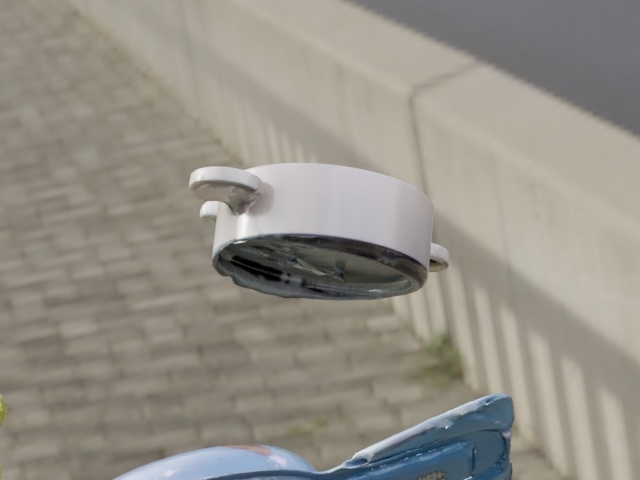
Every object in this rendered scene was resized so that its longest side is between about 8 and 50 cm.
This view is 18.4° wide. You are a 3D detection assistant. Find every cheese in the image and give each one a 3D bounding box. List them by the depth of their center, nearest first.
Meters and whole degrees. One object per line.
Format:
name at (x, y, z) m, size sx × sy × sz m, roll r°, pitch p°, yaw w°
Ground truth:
cheese at (-0.027, 0.128, 0.904) m, size 0.244 × 0.052 × 0.135 m, roll -17°, pitch -27°, yaw -4°

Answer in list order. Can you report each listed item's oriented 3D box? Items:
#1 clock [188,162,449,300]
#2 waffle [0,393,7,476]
clock at (0.000, 0.000, 1.374) m, size 0.229 × 0.063 × 0.155 m, roll 22°, pitch -25°, yaw -39°
waffle at (-0.362, 0.122, 1.294) m, size 0.312 × 0.307 × 0.060 m, roll 20°, pitch 20°, yaw 3°
